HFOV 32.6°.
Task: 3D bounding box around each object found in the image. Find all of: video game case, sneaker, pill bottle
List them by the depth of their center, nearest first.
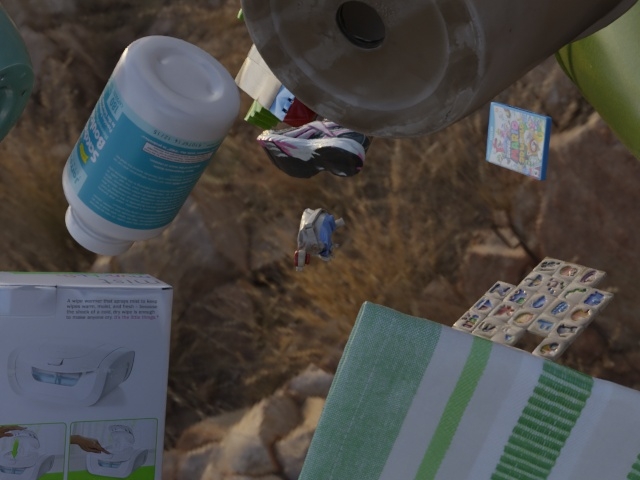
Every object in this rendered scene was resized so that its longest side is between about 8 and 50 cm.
[{"bbox_3d":[-0.211,-0.099,1.285,0.264,0.146,0.146,-53,34,36],"label":"pill bottle"},{"bbox_3d":[0.000,-0.129,1.439,0.178,0.072,0.077,11,54,38],"label":"sneaker"},{"bbox_3d":[0.375,-0.191,2.083,0.166,0.015,0.119,30,123,56],"label":"video game case"}]

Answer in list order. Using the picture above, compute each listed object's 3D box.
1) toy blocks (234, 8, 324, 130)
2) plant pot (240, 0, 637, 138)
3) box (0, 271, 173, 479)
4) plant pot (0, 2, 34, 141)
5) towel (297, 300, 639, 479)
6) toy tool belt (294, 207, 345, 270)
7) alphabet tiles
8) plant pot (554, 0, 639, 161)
[{"bbox_3d":[0.020,-0.308,1.655,0.381,0.191,0.261,-61,36,11],"label":"toy blocks"},{"bbox_3d":[0.091,-0.231,0.819,0.323,0.323,0.280,-4,38,40],"label":"plant pot"},{"bbox_3d":[-0.274,0.143,0.948,0.127,0.262,0.231,9,96,63],"label":"box"},{"bbox_3d":[-0.494,-0.212,1.325,0.235,0.293,0.293,38,84,5],"label":"plant pot"},{"bbox_3d":[0.142,0.191,0.745,0.038,0.325,0.248,-85,14,-66],"label":"towel"},{"bbox_3d":[0.000,0.000,1.273,0.051,0.052,0.083,6,44,5],"label":"toy tool belt"},{"bbox_3d":[0.327,0.109,1.688,0.237,0.009,0.198,-41,35,-26],"label":"alphabet tiles"},{"bbox_3d":[0.492,-0.203,1.315,0.366,0.366,0.353,-30,39,21],"label":"plant pot"}]
